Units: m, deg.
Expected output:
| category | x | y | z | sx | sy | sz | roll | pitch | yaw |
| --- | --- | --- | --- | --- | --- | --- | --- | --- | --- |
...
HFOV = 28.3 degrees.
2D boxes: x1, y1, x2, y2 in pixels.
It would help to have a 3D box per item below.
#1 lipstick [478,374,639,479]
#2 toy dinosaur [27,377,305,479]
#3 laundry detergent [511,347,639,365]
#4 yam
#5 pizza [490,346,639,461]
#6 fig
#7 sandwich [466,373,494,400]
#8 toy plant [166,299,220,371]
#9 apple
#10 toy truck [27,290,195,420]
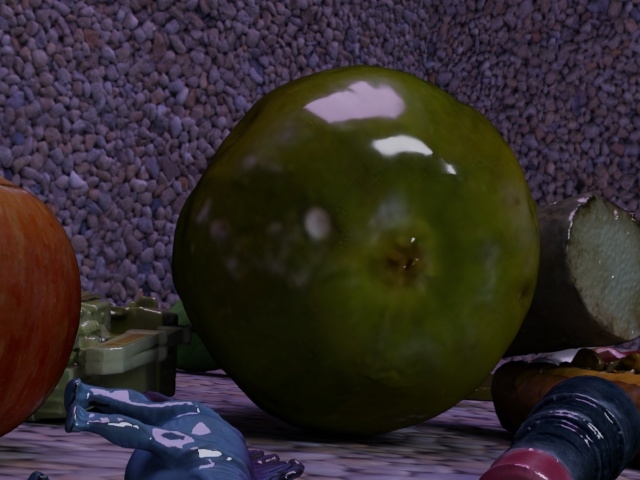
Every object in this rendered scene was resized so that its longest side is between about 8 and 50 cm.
| category | x | y | z | sx | sy | sz | roll | pitch | yaw |
| --- | --- | --- | --- | --- | --- | --- | --- | --- | --- |
| lipstick | 0.102 | 0.089 | 0.533 | 0.053 | 0.053 | 0.234 | 4 | -2 | 17 |
| toy dinosaur | -0.045 | 0.071 | 0.385 | 0.080 | 0.045 | 0.197 | 19 | 1 | -13 |
| laundry detergent | 0.235 | 0.122 | 1.040 | 0.226 | 0.070 | 0.099 | 6 | 3 | -36 |
| yam | 0.132 | 0.033 | 0.916 | 0.107 | 0.107 | 0.194 | 8 | -16 | -44 |
| pizza | 0.264 | 0.113 | 0.831 | 0.288 | 0.074 | 0.251 | 3 | -1 | 2 |
| fig | 0.026 | -0.004 | 0.824 | 0.233 | 0.233 | 0.314 | 5 | 13 | 6 |
| sandwich | 0.138 | 0.150 | 1.336 | 0.135 | 0.029 | 0.067 | 6 | -3 | -8 |
| toy plant | 0.031 | 0.035 | 1.301 | 0.317 | 0.210 | 0.356 | -41 | 12 | -32 |
| apple | -0.177 | 0.024 | 0.554 | 0.146 | 0.131 | 0.146 | 11 | -5 | 1 |
| toy truck | -0.134 | 0.068 | 0.760 | 0.100 | 0.077 | 0.169 | 2 | -5 | 13 |
